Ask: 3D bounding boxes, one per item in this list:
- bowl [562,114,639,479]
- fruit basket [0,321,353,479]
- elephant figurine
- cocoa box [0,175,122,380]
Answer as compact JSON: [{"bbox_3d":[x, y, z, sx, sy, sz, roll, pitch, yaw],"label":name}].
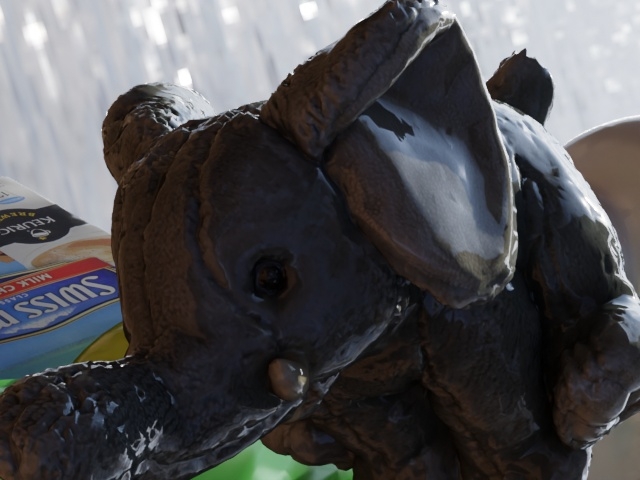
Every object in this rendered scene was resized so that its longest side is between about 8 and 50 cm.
[{"bbox_3d":[0.184,0.045,1.197,0.134,0.298,0.298,10,58,-34],"label":"bowl"},{"bbox_3d":[-0.064,0.162,0.899,0.392,0.392,0.283,1,85,-77],"label":"fruit basket"},{"bbox_3d":[0.000,0.000,0.609,0.239,0.169,0.186,33,15,-46],"label":"elephant figurine"},{"bbox_3d":[-0.225,0.174,1.229,0.231,0.228,0.347,-19,123,-41],"label":"cocoa box"}]
